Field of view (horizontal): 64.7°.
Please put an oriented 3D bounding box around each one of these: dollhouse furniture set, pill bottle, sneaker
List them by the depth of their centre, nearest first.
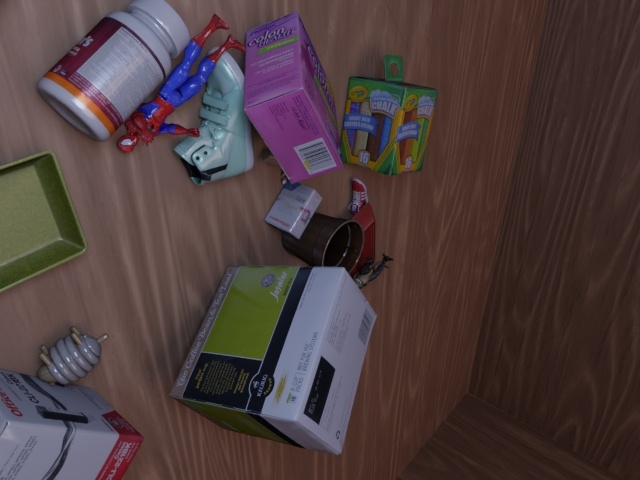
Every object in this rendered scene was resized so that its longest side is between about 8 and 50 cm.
[{"bbox_3d":[-0.311,-0.270,0.781,0.221,0.121,0.121,-55,144,-16],"label":"pill bottle"},{"bbox_3d":[-0.212,-0.225,0.964,0.151,0.094,0.256,-31,131,-35],"label":"sneaker"},{"bbox_3d":[-0.101,-0.187,1.205,0.114,0.091,0.081,14,141,-33],"label":"dollhouse furniture set"},{"bbox_3d":[0.105,-0.125,1.483,0.067,0.042,0.118,-54,146,-22],"label":"sneaker"}]

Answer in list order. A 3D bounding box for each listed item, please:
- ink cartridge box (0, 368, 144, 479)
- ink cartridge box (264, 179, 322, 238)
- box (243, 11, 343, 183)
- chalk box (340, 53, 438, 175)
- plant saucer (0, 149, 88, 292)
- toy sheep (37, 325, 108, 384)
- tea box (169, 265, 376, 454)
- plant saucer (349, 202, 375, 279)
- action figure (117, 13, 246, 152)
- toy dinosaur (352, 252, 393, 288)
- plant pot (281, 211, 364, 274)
[{"bbox_3d":[-0.472,0.318,0.845,0.114,0.196,0.273,-61,145,-9],"label":"ink cartridge box"},{"bbox_3d":[-0.067,-0.077,1.243,0.123,0.088,0.052,-59,147,-9],"label":"ink cartridge box"},{"bbox_3d":[-0.052,-0.281,1.010,0.214,0.117,0.243,56,23,-50],"label":"box"},{"bbox_3d":[0.184,-0.338,1.343,0.180,0.179,0.289,-17,123,-48],"label":"chalk box"},{"bbox_3d":[-0.477,-0.028,0.771,0.188,0.045,0.188,-33,133,-38],"label":"plant saucer"},{"bbox_3d":[-0.447,0.209,0.915,0.132,0.091,0.091,-33,136,-13],"label":"toy sheep"},{"bbox_3d":[-0.091,0.247,1.112,0.220,0.323,0.329,56,45,-45],"label":"tea box"},{"bbox_3d":[0.090,0.055,1.527,0.259,0.047,0.259,-45,150,-27],"label":"plant saucer"},{"bbox_3d":[-0.231,-0.237,0.859,0.280,0.139,0.091,-44,150,4],"label":"action figure"},{"bbox_3d":[0.159,0.094,1.568,0.268,0.064,0.118,-31,156,-45],"label":"toy dinosaur"},{"bbox_3d":[0.000,0.000,1.310,0.167,0.165,0.167,-29,131,-40],"label":"plant pot"}]
